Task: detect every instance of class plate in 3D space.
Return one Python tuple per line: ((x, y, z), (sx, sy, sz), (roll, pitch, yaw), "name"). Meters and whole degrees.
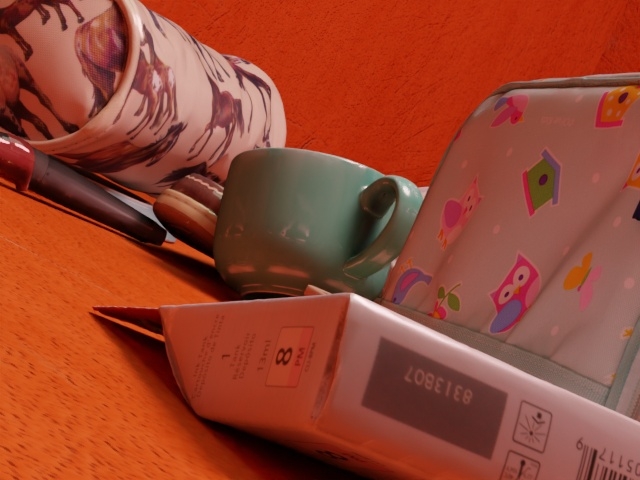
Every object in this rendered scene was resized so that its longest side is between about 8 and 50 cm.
((-0.209, -0.048, 1.331), (0.188, 0.024, 0.188), (26, 2, -1), "plate")

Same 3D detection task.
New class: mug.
((-0.009, -0.001, 1.065), (0.129, 0.097, 0.158), (14, -15, -8), "mug")

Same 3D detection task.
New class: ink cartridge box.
((0.020, 0.080, 0.632), (0.189, 0.066, 0.232), (25, -19, -28), "ink cartridge box")

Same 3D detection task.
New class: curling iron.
((-0.219, -0.049, 1.099), (0.274, 0.035, 0.068), (31, 19, -43), "curling iron")

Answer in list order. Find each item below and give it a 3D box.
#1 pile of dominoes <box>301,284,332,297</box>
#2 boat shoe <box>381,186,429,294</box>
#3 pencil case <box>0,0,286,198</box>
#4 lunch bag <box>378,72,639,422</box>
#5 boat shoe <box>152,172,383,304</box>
((0.092, 0.096, 1.040), (0.251, 0.040, 0.196), (24, 2, -38), "pile of dominoes")
((0.138, 0.053, 1.070), (0.367, 0.136, 0.156), (42, 7, 39), "boat shoe")
((-0.165, -0.135, 1.357), (0.183, 0.160, 0.410), (59, 11, 14), "pencil case")
((0.135, 0.028, 0.787), (0.108, 0.224, 0.279), (29, -5, -21), "lunch bag")
((-0.015, -0.013, 1.271), (0.123, 0.123, 0.342), (29, 1, 33), "boat shoe")
